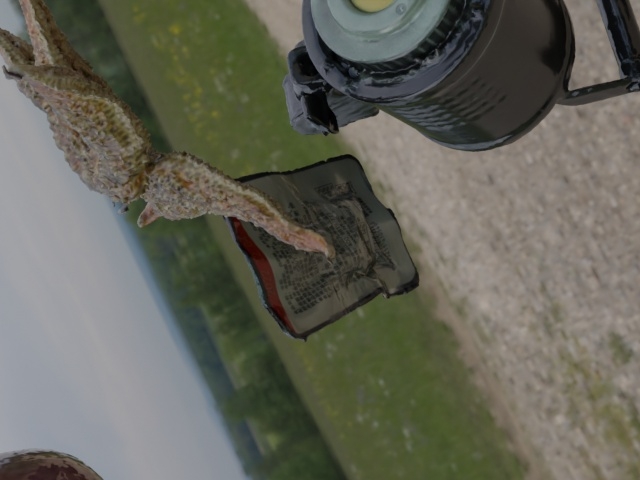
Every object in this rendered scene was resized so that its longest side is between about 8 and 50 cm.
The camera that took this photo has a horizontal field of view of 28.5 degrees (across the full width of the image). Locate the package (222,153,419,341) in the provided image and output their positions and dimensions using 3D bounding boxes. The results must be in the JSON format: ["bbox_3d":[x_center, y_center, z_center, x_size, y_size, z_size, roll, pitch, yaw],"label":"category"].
[{"bbox_3d":[0.000,0.000,1.210,0.232,0.040,0.166,-20,-101,-51],"label":"package"}]

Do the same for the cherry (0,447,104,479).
[{"bbox_3d":[-0.199,0.249,0.853,0.213,0.285,0.236,49,175,34],"label":"cherry"}]

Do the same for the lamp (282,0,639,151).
[{"bbox_3d":[0.124,-0.212,1.216,0.272,0.374,0.205,50,-155,-71],"label":"lamp"}]

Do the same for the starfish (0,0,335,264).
[{"bbox_3d":[-0.164,-0.083,1.000,0.293,0.084,0.301,46,167,-32],"label":"starfish"}]
